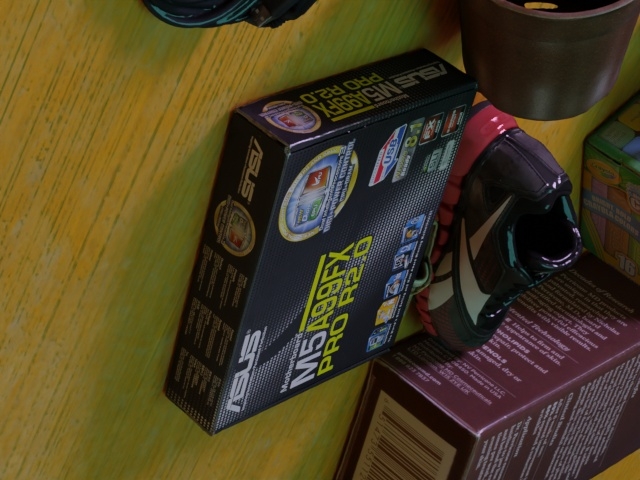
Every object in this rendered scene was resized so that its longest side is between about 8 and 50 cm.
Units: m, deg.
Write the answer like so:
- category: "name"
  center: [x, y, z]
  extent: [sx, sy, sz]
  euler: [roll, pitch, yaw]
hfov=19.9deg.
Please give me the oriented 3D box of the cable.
- category: "cable"
  center: [-0.032, -0.203, 1.120]
  extent: [0.150, 0.047, 0.184]
  euler: [13, 133, -45]

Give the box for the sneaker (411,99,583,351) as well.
- category: "sneaker"
  center: [0.153, 0.014, 1.566]
  extent: [0.097, 0.135, 0.276]
  euler: [-35, 148, -33]

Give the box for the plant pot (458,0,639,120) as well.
- category: "plant pot"
  center: [0.171, -0.183, 1.360]
  extent: [0.167, 0.167, 0.165]
  euler: [-42, 156, -20]

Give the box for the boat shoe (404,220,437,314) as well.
- category: "boat shoe"
  center: [0.070, 0.024, 1.544]
  extent: [0.050, 0.045, 0.135]
  euler: [-31, 144, -32]

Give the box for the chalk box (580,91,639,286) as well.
- category: "chalk box"
  center: [0.341, -0.065, 1.759]
  extent: [0.132, 0.132, 0.213]
  euler: [-38, 147, -24]

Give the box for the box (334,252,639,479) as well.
- category: "box"
  center: [0.197, 0.158, 1.788]
  extent: [0.381, 0.143, 0.191]
  euler: [-19, 137, -43]

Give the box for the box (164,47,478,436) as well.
- category: "box"
  center: [0.000, 0.000, 1.401]
  extent: [0.216, 0.060, 0.270]
  euler: [-22, 138, -44]
